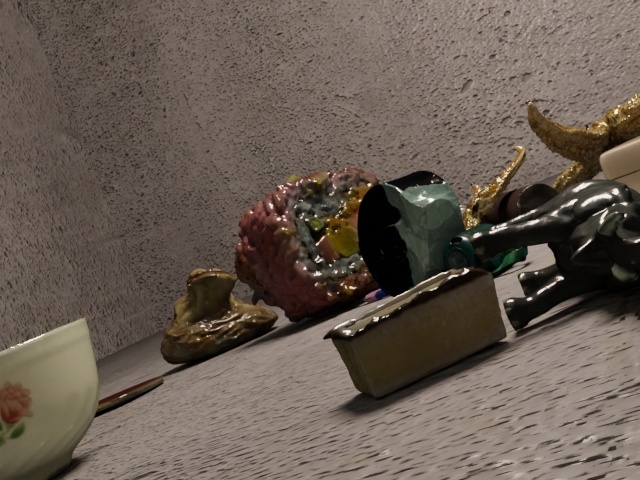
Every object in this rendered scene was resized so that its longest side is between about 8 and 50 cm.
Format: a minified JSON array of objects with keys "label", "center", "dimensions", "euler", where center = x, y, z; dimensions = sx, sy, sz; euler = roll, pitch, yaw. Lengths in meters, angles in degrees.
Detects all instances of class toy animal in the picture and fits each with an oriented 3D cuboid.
[{"label":"toy animal","center":[0.189,0.007,0.698],"dimensions":[0.137,0.082,0.269],"euler":[-23,0,10]}]

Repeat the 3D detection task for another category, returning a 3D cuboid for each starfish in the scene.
[{"label":"starfish","center":[0.229,-0.037,1.433],"dimensions":[0.247,0.050,0.138],"euler":[-47,3,-22]},{"label":"starfish","center":[0.460,-0.171,1.407],"dimensions":[0.293,0.084,0.301],"euler":[-20,-40,9]}]

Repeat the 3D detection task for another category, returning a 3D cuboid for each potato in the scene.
[{"label":"potato","center":[0.071,0.068,0.706],"dimensions":[0.122,0.061,0.086],"euler":[-25,1,-11]}]

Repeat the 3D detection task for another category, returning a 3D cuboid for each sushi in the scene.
[{"label":"sushi","center":[0.000,0.000,1.512],"dimensions":[0.270,0.237,0.171],"euler":[-22,-12,-39]}]

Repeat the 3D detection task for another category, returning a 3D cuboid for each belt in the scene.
[{"label":"belt","center":[0.115,-0.005,1.209],"dimensions":[0.078,0.151,0.198],"euler":[-20,-17,-23]}]

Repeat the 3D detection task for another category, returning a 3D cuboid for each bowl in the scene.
[{"label":"bowl","center":[-0.347,0.194,0.976],"dimensions":[0.277,0.145,0.277],"euler":[-24,-1,0]}]

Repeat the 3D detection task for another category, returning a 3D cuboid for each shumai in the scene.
[{"label":"shumai","center":[-0.187,0.122,1.625],"dimensions":[0.209,0.153,0.161],"euler":[-19,8,-3]}]

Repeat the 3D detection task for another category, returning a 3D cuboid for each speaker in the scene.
[{"label":"speaker","center":[0.197,0.021,1.104],"dimensions":[0.094,0.060,0.075],"euler":[25,35,38]}]

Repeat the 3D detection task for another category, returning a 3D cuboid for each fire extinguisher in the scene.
[{"label":"fire extinguisher","center":[0.298,-0.052,1.471],"dimensions":[0.072,0.089,0.267],"euler":[-9,-1,-7]}]

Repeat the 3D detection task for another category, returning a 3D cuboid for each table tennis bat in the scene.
[{"label":"table tennis bat","center":[-0.335,0.253,1.424],"dimensions":[0.138,0.022,0.246],"euler":[-23,-2,29]}]

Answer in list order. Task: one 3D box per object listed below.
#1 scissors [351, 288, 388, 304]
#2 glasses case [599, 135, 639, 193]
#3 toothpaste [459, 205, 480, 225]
[{"label":"scissors","center":[0.094,0.076,1.380],"dimensions":[0.113,0.012,0.039],"euler":[-22,0,27]},{"label":"glasses case","center":[0.540,-0.142,1.218],"dimensions":[0.336,0.076,0.144],"euler":[-22,0,42]},{"label":"toothpaste","center":[0.251,-0.008,1.707],"dimensions":[0.096,0.061,0.266],"euler":[-21,8,16]}]
